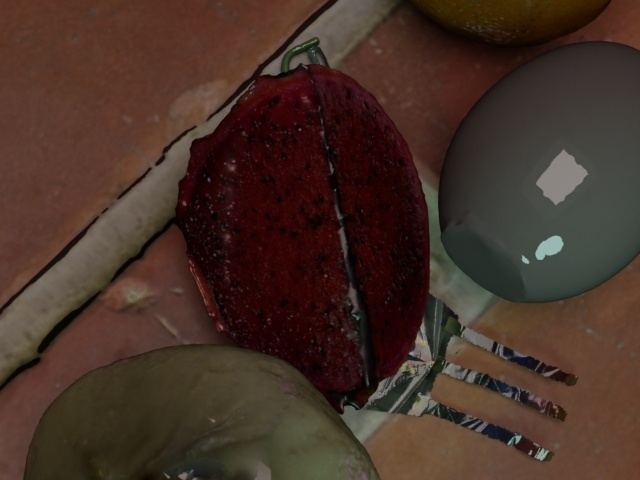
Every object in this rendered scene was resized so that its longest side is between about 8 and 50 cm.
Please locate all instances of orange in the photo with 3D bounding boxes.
[{"bbox_3d":[0.149,-0.265,1.305,0.224,0.170,0.224,10,59,-17],"label":"orange"}]

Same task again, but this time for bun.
[{"bbox_3d":[-0.089,0.202,1.158,0.272,0.168,0.273,0,92,13],"label":"bun"}]

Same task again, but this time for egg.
[{"bbox_3d":[0.195,-0.060,1.264,0.176,0.176,0.232,36,73,1],"label":"egg"}]

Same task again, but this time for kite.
[{"bbox_3d":[0.089,0.099,1.301,0.245,0.015,0.141,23,79,-2],"label":"kite"}]

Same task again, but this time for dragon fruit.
[{"bbox_3d":[0.000,0.000,1.242,0.189,0.163,0.262,-11,91,-29],"label":"dragon fruit"}]

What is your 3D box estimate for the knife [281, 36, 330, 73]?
[{"bbox_3d":[0.017,-0.067,1.319,0.054,0.015,0.212,-23,79,-11],"label":"knife"}]
